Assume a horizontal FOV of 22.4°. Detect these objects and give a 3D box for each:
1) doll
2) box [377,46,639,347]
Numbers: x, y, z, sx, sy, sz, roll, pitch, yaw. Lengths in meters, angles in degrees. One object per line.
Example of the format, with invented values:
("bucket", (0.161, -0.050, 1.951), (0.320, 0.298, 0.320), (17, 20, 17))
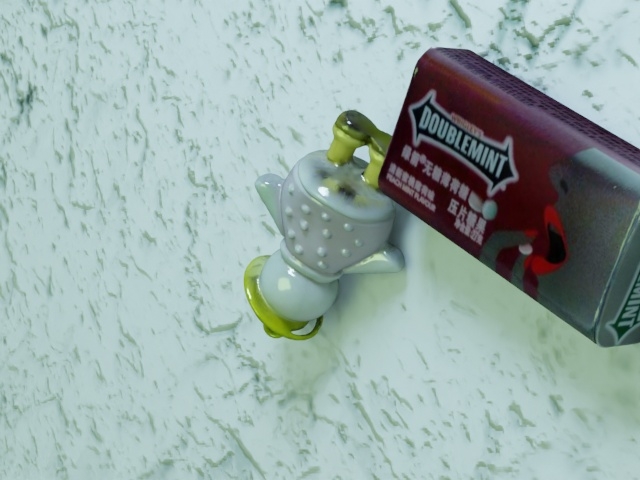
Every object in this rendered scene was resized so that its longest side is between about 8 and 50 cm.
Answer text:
("doll", (0.000, 0.000, 1.218), (0.129, 0.081, 0.207), (32, 125, 6))
("box", (0.140, -0.034, 1.072), (0.224, 0.069, 0.120), (40, 120, 41))
